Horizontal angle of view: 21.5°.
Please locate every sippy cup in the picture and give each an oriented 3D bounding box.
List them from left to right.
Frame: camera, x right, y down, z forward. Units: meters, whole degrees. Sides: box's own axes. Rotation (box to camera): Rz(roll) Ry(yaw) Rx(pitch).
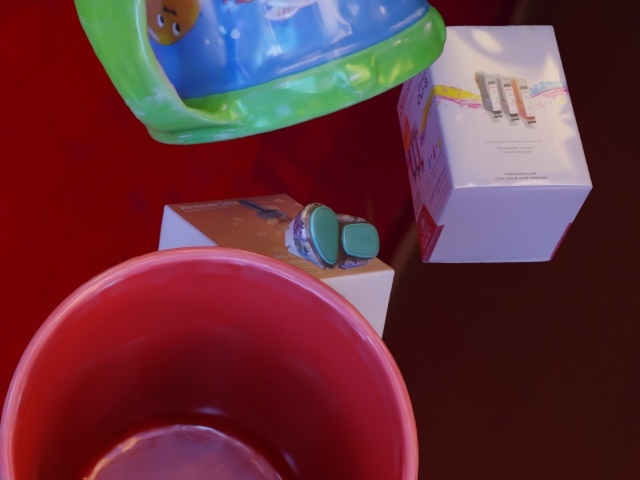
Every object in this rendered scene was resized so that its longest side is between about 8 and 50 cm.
[{"bbox_3d":[-0.048,-0.214,1.228,0.305,0.240,0.224,-95,169,-74],"label":"sippy cup"}]

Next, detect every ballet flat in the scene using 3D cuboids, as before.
[{"bbox_3d":[0.000,0.000,1.057,0.041,0.041,0.114,63,18,16],"label":"ballet flat"}]

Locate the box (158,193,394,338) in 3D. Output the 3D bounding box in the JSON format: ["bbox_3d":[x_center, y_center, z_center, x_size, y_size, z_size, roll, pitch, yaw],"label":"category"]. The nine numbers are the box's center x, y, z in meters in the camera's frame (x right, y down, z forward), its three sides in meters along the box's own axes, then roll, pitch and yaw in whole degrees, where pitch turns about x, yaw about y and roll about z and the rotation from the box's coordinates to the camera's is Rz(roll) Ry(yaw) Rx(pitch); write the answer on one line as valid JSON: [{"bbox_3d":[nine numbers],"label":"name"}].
[{"bbox_3d":[-0.043,0.036,1.419,0.130,0.091,0.170,-7,28,-35],"label":"box"}]

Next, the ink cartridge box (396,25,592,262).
[{"bbox_3d":[0.150,-0.087,1.502,0.127,0.128,0.176,-1,59,-11],"label":"ink cartridge box"}]

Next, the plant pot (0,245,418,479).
[{"bbox_3d":[-0.087,0.177,1.159,0.275,0.243,0.275,4,64,-9],"label":"plant pot"}]
